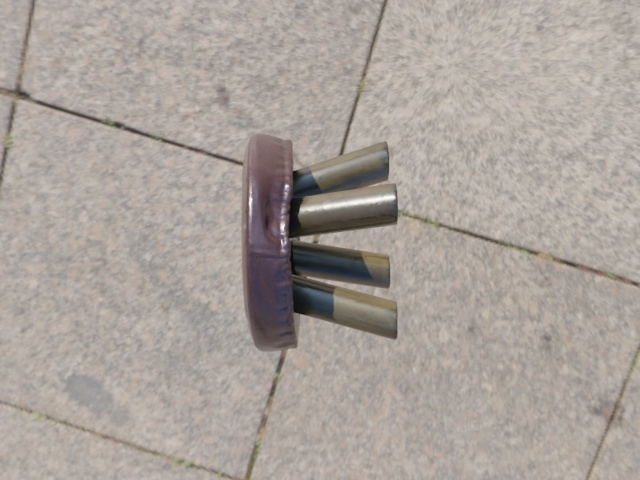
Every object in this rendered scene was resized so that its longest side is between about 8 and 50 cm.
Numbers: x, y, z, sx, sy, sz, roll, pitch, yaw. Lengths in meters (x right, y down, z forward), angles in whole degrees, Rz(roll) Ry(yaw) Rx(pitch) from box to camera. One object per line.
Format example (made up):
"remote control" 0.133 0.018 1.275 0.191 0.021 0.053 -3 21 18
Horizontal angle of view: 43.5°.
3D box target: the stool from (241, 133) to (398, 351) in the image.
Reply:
"stool" 0.000 0.000 0.990 0.178 0.272 0.272 -2 102 2
